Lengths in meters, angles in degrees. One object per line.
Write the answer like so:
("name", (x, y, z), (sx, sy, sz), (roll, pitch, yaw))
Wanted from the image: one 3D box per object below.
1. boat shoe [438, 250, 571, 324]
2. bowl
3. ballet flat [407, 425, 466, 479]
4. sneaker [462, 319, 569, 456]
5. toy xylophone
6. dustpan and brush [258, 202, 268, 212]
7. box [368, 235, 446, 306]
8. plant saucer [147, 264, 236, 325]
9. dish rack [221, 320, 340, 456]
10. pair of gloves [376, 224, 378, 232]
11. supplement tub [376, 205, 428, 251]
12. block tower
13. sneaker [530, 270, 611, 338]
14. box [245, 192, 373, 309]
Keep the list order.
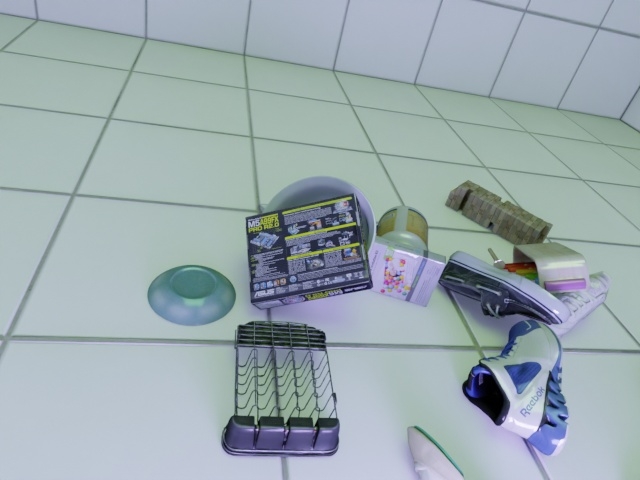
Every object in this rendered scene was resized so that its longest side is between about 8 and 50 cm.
("boat shoe", (0.448, 0.142, 1.209), (0.335, 0.121, 0.119), (29, 79, 47))
("bowl", (0.000, 0.000, 1.192), (0.297, 0.134, 0.298), (-6, 67, 14))
("ballet flat", (0.221, 0.423, 0.797), (0.086, 0.086, 0.248), (-22, 50, -41))
("sneaker", (0.403, 0.276, 1.015), (0.182, 0.127, 0.315), (20, 37, 3))
("toy xylophone", (0.586, 0.065, 1.308), (0.236, 0.081, 0.322), (-4, 8, 18))
("dustpan and brush", (-0.087, -0.069, 1.367), (0.147, 0.060, 0.211), (0, 38, -20))
("box", (0.200, 0.077, 1.198), (0.186, 0.145, 0.038), (18, 34, 3))
("plant saucer", (-0.285, 0.107, 1.074), (0.194, 0.037, 0.195), (10, 35, -7))
("dish rack", (-0.073, 0.265, 0.909), (0.208, 0.074, 0.272), (7, 34, -13))
("pair of gloves", (0.193, -0.021, 1.449), (0.083, 0.010, 0.074), (33, 40, 28))
("supplement tub", (0.218, 0.011, 1.296), (0.144, 0.144, 0.200), (17, 35, 3))
("block tower", (0.596, -0.088, 1.619), (0.335, 0.091, 0.097), (34, 40, 26))
("sneaker", (0.653, 0.153, 1.252), (0.305, 0.152, 0.114), (-19, 59, -37))
("box", (-0.030, 0.025, 1.084), (0.270, 0.060, 0.216), (-12, 66, 10))
